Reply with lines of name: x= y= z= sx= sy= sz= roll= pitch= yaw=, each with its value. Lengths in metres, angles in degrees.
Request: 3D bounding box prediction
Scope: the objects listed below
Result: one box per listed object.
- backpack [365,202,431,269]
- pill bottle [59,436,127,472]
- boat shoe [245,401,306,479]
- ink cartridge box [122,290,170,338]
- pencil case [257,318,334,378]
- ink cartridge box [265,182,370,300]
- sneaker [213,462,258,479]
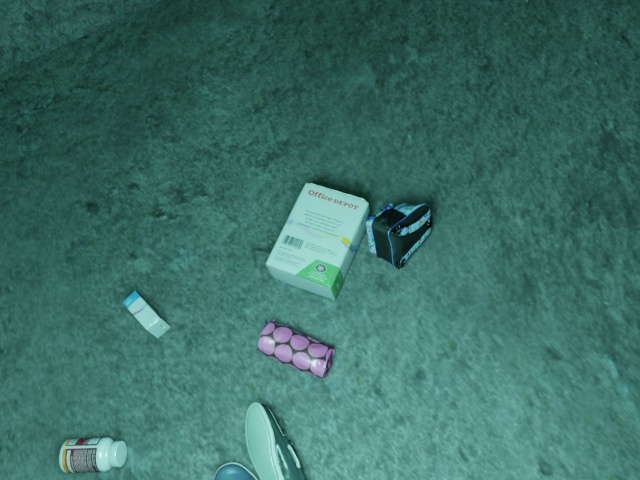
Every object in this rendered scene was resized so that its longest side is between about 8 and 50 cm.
backpack: x=0.226 y=-0.034 z=1.681 sx=0.173 sy=0.158 sz=0.117 roll=-38 pitch=45 yaw=-24
pill bottle: x=-0.588 y=0.557 z=1.569 sx=0.152 sy=0.086 sz=0.086 roll=-4 pitch=64 yaw=8
boat shoe: x=-0.104 y=0.544 z=1.492 sx=0.114 sy=0.091 sz=0.303 roll=-42 pitch=56 yaw=39
ink cartridge box: x=-0.493 y=0.212 z=1.718 sx=0.122 sy=0.088 sz=0.052 roll=39 pitch=76 yaw=24
pencil case: x=-0.063 y=0.287 z=1.611 sx=0.209 sy=0.095 sz=0.098 roll=22 pitch=46 yaw=17
ink cartridge box: x=0.000 y=0.000 z=1.719 sx=0.201 sy=0.117 sz=0.278 roll=19 pitch=69 yaw=18
sneaker: x=-0.172 y=0.682 z=1.401 sx=0.131 sy=0.148 sz=0.350 roll=-26 pitch=63 yaw=-3
